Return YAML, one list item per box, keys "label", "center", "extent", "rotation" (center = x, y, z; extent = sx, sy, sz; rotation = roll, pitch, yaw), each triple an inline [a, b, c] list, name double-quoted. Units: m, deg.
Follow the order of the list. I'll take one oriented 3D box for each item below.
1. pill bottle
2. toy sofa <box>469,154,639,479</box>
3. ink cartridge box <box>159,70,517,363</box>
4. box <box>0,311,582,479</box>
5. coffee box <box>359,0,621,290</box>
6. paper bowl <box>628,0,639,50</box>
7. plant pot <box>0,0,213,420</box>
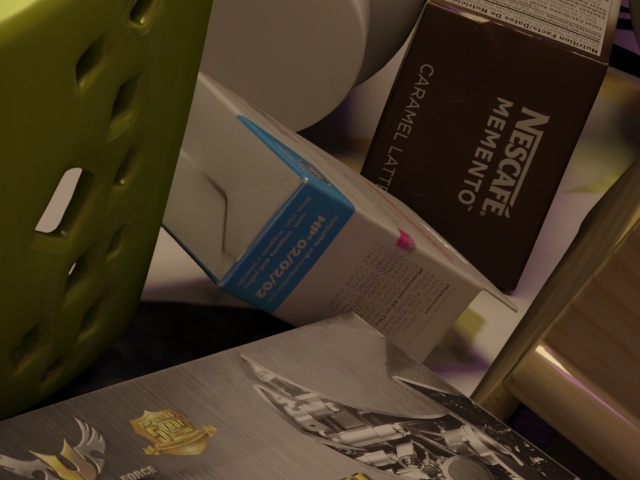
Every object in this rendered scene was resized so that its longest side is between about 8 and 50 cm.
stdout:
- label: "pill bottle"
  center: [-0.023, -0.198, 1.071]
  extent: [0.182, 0.181, 0.323]
  rotation: [16, 37, -6]
- label: "toy sofa"
  center: [0.202, 0.025, 0.899]
  extent: [0.150, 0.177, 0.362]
  rotation: [39, 28, 3]
- label: "ink cartridge box"
  center: [0.000, 0.000, 0.857]
  extent: [0.181, 0.061, 0.104]
  rotation: [30, 11, -49]
- label: "box"
  center: [-0.005, 0.116, 0.688]
  extent: [0.183, 0.056, 0.231]
  rotation: [37, 32, 31]
- label: "coffee box"
  center: [0.099, -0.095, 1.053]
  extent: [0.098, 0.141, 0.246]
  rotation: [21, 28, 3]
- label: "paper bowl"
  center: [0.303, -0.135, 1.171]
  extent: [0.284, 0.148, 0.284]
  rotation: [30, 44, -33]
- label: "plant pot"
  center: [-0.187, -0.044, 0.694]
  extent: [0.227, 0.228, 0.207]
  rotation: [21, 34, 9]
